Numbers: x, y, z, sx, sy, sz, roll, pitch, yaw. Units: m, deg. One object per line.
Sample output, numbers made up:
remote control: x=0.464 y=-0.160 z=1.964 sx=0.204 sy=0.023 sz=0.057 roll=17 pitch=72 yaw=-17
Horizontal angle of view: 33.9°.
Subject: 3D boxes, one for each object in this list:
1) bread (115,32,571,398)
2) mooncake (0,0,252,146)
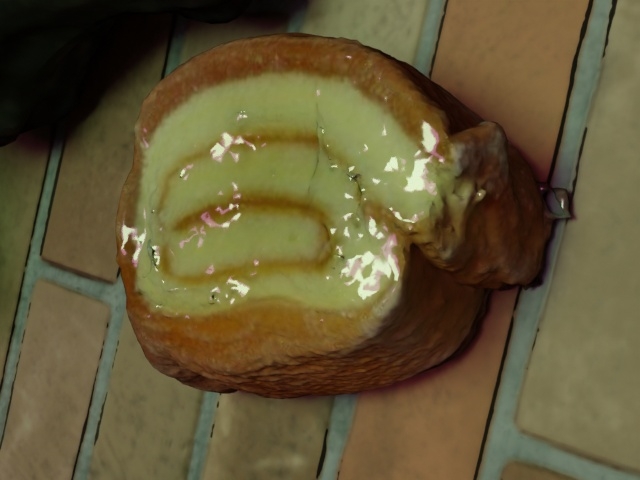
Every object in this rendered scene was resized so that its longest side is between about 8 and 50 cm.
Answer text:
bread: x=0.000 y=-0.013 z=0.569 sx=0.244 sy=0.123 sz=0.190 roll=-9 pitch=78 yaw=33
mooncake: x=-0.191 y=-0.245 z=0.673 sx=0.381 sy=0.212 sz=0.350 roll=-10 pitch=77 yaw=40
